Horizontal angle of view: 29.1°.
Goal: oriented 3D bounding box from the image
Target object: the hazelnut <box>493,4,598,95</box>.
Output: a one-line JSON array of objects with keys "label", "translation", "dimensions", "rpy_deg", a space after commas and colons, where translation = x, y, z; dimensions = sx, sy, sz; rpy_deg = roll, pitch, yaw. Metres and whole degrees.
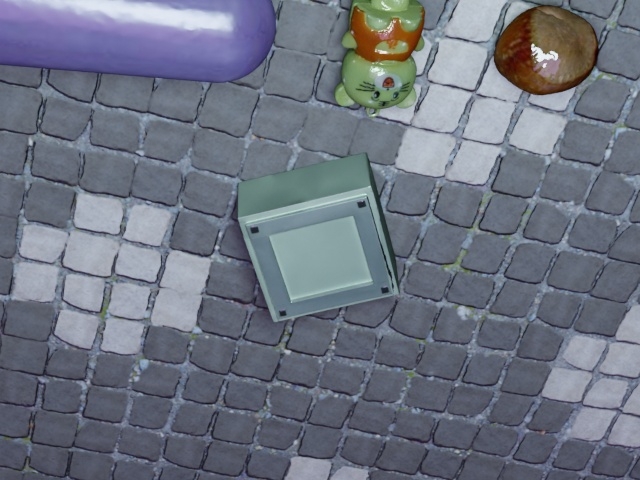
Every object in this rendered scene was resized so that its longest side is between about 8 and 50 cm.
[{"label": "hazelnut", "translation": [0.344, -0.283, 1.877], "dimensions": [0.154, 0.143, 0.143], "rpy_deg": [-4, 126, -19]}]

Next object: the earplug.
[{"label": "earplug", "translation": [-0.289, -0.334, 1.774], "dimensions": [0.456, 0.215, 0.215], "rpy_deg": [7, 123, -11]}]

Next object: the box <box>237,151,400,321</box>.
[{"label": "box", "translation": [0.000, 0.000, 2.056], "dimensions": [0.225, 0.117, 0.225], "rpy_deg": [-13, 124, 6]}]

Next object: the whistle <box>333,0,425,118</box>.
[{"label": "whistle", "translation": [0.098, -0.311, 1.858], "dimensions": [0.131, 0.106, 0.288], "rpy_deg": [1, 125, -11]}]
